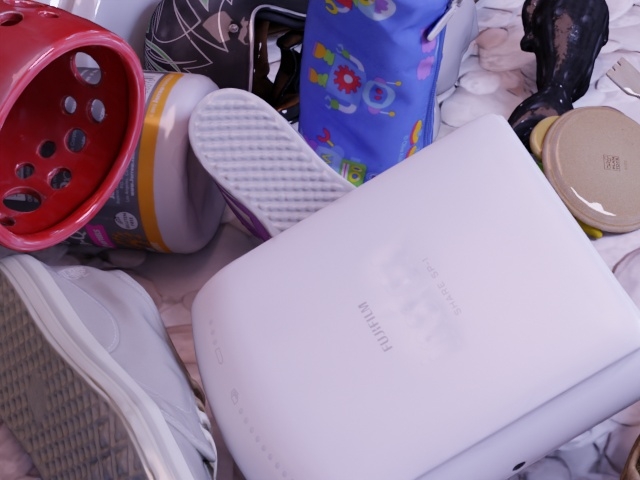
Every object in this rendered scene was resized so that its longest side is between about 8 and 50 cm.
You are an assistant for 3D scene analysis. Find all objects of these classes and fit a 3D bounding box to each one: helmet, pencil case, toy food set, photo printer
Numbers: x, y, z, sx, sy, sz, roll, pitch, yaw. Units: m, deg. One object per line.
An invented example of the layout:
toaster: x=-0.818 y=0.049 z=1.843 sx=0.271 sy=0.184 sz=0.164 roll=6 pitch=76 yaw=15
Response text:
helmet: x=-0.090 y=-0.176 z=1.700 sx=0.161 sy=0.169 sz=0.169 roll=-16 pitch=36 yaw=-37
pencil case: x=0.050 y=-0.144 z=1.528 sx=0.133 sy=0.306 sz=0.119 roll=30 pitch=49 yaw=22
toy food set: x=0.247 y=-0.064 z=1.584 sx=0.132 sy=0.038 sz=0.192 roll=46 pitch=60 yaw=4
photo printer: x=0.065 y=0.077 z=1.324 sx=0.307 sy=0.107 sz=0.256 roll=-30 pitch=58 yaw=0

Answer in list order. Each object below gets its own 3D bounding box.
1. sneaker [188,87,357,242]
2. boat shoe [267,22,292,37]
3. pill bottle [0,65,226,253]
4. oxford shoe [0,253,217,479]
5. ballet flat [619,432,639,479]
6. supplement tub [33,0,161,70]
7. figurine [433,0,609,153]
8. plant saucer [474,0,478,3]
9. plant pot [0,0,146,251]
sneaker: x=0.001 y=-0.001 z=1.509 sx=0.102 sy=0.161 sz=0.282 roll=-34 pitch=79 yaw=-5
boat shoe: x=-0.113 y=-0.232 z=1.831 sx=0.257 sy=0.095 sz=0.095 roll=-12 pitch=65 yaw=13
pill bottle: x=-0.231 y=-0.077 z=1.597 sx=0.278 sy=0.162 sz=0.162 roll=4 pitch=40 yaw=16
oxford shoe: x=-0.132 y=0.153 z=1.311 sx=0.130 sy=0.169 sz=0.449 roll=1 pitch=32 yaw=-31
ballet flat: x=0.297 y=0.111 z=1.311 sx=0.116 sy=0.124 sz=0.342 roll=20 pitch=45 yaw=23
supplement tub: x=-0.303 y=-0.215 z=1.754 sx=0.272 sy=0.191 sz=0.191 roll=10 pitch=42 yaw=21
figurine: x=0.157 y=-0.156 z=1.703 sx=0.215 sy=0.092 sz=0.209 roll=4 pitch=44 yaw=15
plant saucer: x=0.089 y=-0.272 z=1.893 sx=0.198 sy=0.036 sz=0.198 roll=-4 pitch=38 yaw=3
plant pot: x=-0.262 y=-0.111 z=1.429 sx=0.174 sy=0.191 sz=0.191 roll=30 pitch=51 yaw=27
